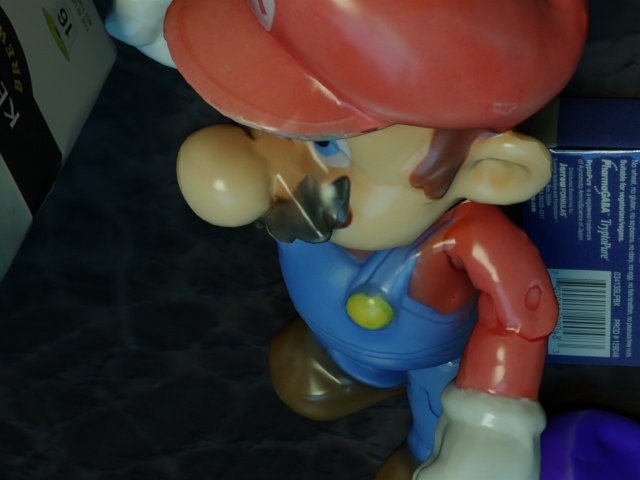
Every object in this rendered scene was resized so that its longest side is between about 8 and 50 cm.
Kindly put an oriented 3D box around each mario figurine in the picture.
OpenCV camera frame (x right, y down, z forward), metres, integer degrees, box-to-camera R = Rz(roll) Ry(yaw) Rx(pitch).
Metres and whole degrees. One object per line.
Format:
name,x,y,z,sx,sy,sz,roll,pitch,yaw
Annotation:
mario figurine,0.000,0.000,0.634,0.198,0.170,0.320,12,144,16

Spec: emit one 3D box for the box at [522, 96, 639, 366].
box,0.198,0.002,0.698,0.225,0.036,0.136,3,137,11

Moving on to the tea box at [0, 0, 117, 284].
tea box,-0.249,-0.082,0.441,0.220,0.323,0.329,-13,122,20

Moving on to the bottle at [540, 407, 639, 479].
bottle,0.080,0.190,0.884,0.118,0.092,0.283,29,135,-20
